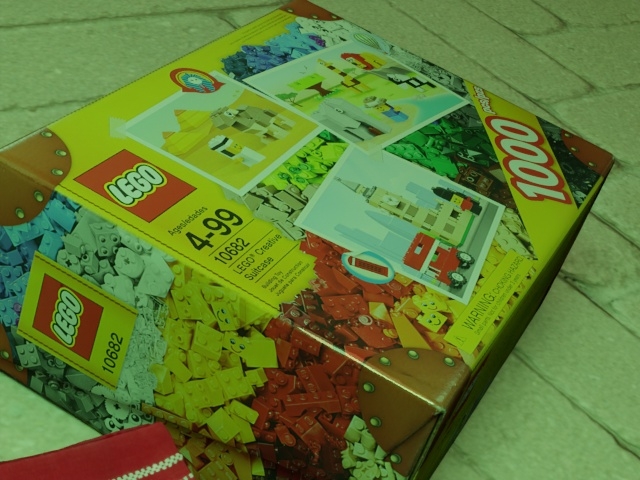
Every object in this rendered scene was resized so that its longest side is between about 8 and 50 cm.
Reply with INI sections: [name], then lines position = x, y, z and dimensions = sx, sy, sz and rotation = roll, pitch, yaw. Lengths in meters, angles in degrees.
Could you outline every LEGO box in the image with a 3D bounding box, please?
[LEGO box]
position = 0.000, 0.000, 1.056
dimensions = 0.372, 0.193, 0.500
rotation = 29, 33, 12

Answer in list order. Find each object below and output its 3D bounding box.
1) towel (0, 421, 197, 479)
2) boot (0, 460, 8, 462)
[towel]
position = -0.096, 0.234, 0.732
dimensions = 0.199, 0.031, 0.275
rotation = -5, 48, -52
[boot]
position = -0.238, 0.177, 0.779
dimensions = 0.219, 0.082, 0.106
rotation = 39, 25, 10
